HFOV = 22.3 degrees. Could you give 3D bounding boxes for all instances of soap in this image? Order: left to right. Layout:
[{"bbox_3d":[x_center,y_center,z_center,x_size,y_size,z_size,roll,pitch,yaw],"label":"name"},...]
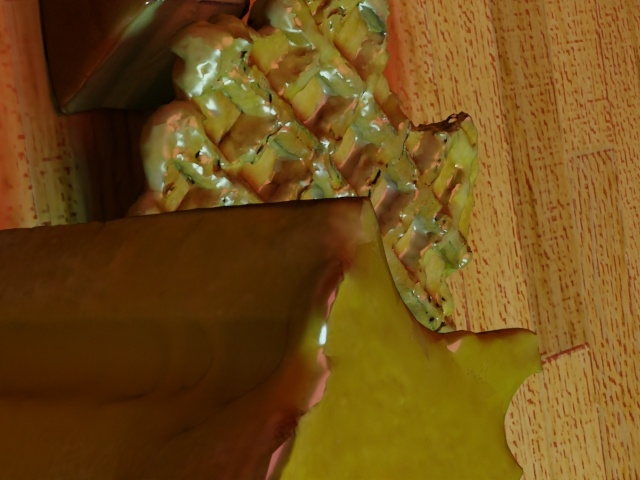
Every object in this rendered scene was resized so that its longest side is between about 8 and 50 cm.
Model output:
[{"bbox_3d":[-0.091,0.124,0.564,0.143,0.281,0.259,39,61,-42],"label":"soap"}]

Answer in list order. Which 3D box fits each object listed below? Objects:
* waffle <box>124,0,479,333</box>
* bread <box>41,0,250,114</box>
[{"bbox_3d":[-0.002,0.000,0.803,0.291,0.051,0.291,-23,120,-48],"label":"waffle"},{"bbox_3d":[-0.106,-0.140,0.769,0.074,0.084,0.139,-9,63,-48],"label":"bread"}]
